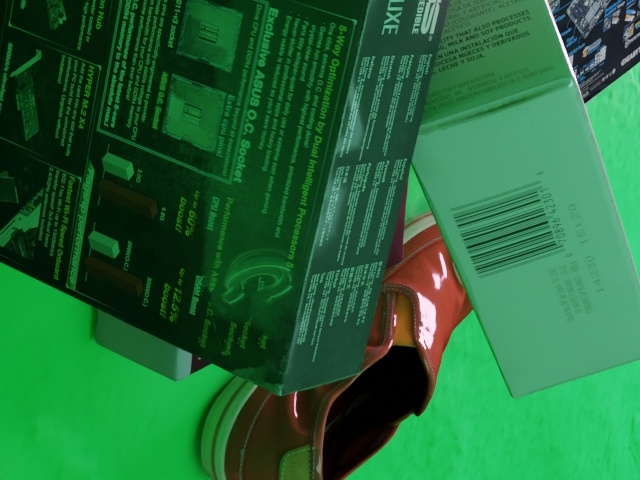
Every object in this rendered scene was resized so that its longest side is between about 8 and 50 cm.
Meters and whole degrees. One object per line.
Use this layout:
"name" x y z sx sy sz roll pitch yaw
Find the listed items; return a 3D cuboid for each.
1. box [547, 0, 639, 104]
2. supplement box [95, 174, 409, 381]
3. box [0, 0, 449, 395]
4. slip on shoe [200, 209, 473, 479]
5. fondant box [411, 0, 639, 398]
"box" 0.191 -0.186 1.411 0.220 0.051 0.175 -36 137 -41
"supplement box" -0.036 -0.018 1.149 0.239 0.073 0.130 -25 129 -47
"box" -0.061 -0.111 0.888 0.076 0.242 0.307 -10 117 -54
"slip on shoe" 0.051 0.085 1.323 0.331 0.101 0.123 -40 138 -40
"fondant box" 0.093 -0.109 1.060 0.238 0.096 0.330 63 12 -46
